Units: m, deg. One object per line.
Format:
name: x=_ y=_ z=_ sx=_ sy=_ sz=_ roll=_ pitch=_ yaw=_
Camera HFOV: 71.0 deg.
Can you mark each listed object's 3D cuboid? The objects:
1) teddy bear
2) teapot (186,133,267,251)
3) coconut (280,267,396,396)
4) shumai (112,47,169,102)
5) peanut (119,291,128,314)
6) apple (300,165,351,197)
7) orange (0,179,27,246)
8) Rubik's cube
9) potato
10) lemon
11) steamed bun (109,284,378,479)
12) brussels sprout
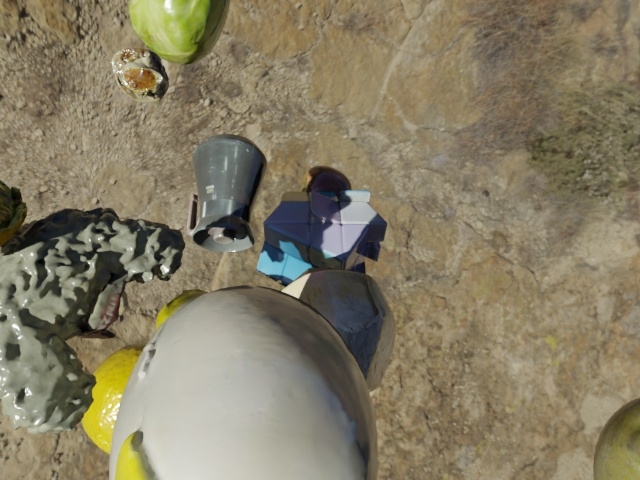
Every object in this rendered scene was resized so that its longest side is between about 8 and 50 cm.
teddy bear: x=-0.444 y=0.099 z=0.729 sx=0.224 sy=0.368 sz=0.357 roll=44 pitch=51 yaw=-30
teapot: x=-0.328 y=-0.149 z=1.496 sx=0.253 sy=0.300 sz=0.343 roll=30 pitch=52 yaw=-47
coconut: x=0.020 y=0.223 z=1.086 sx=0.353 sy=0.353 sz=0.352 roll=-3 pitch=96 yaw=-26
shumai: x=-0.439 y=-0.415 z=1.127 sx=0.146 sy=0.116 sz=0.145 roll=-8 pitch=105 yaw=-32
peanut: x=-0.740 y=0.179 z=1.443 sx=0.257 sy=0.123 sz=0.123 roll=6 pitch=92 yaw=5
apple: x=0.019 y=-0.177 z=1.643 sx=0.174 sy=0.188 sz=0.188 roll=16 pitch=88 yaw=-16
orange: x=-0.530 y=-0.074 z=0.499 sx=0.196 sy=0.263 sz=0.334 roll=-55 pitch=146 yaw=-15
Rubik's cube: x=0.000 y=0.000 z=1.418 sx=0.368 sy=0.387 sz=0.358 roll=-50 pitch=159 yaw=-35
potato: x=0.453 y=0.308 z=0.599 sx=0.159 sy=0.174 sz=0.251 roll=-15 pitch=119 yaw=14
lemon: x=-0.347 y=0.330 z=0.921 sx=0.254 sy=0.228 sz=0.228 roll=18 pitch=86 yaw=4
steamed bun: x=-0.088 y=0.232 z=0.563 sx=0.334 sy=0.374 sz=0.333 roll=-4 pitch=120 yaw=-6
brussels sprout: x=-0.251 y=-0.444 z=0.850 sx=0.161 sy=0.223 sz=0.223 roll=35 pitch=77 yaw=8
